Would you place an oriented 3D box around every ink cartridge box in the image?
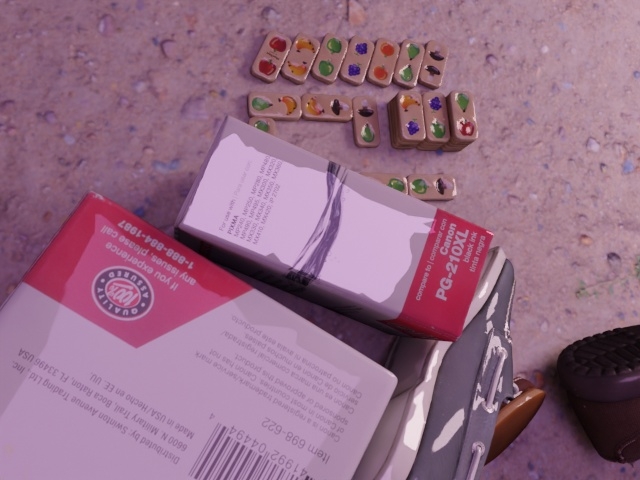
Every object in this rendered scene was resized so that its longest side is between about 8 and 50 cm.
[{"bbox_3d":[0.000,0.000,0.566,0.237,0.172,0.100,23,79,-9],"label":"ink cartridge box"},{"bbox_3d":[-0.162,0.206,0.482,0.279,0.160,0.385,33,70,-5],"label":"ink cartridge box"}]

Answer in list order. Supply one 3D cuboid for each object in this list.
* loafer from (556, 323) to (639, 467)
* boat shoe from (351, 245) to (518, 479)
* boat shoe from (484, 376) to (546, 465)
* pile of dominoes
[{"bbox_3d":[0.427,0.145,0.690,0.365,0.134,0.130,-11,103,-7],"label":"loafer"},{"bbox_3d":[0.121,0.131,0.580,0.099,0.116,0.319,43,48,-6],"label":"boat shoe"},{"bbox_3d":[0.127,0.189,0.613,0.206,0.073,0.073,-29,45,-25],"label":"boat shoe"},{"bbox_3d":[0.045,-0.142,0.689,0.250,0.040,0.196,-1,77,-16],"label":"pile of dominoes"}]
